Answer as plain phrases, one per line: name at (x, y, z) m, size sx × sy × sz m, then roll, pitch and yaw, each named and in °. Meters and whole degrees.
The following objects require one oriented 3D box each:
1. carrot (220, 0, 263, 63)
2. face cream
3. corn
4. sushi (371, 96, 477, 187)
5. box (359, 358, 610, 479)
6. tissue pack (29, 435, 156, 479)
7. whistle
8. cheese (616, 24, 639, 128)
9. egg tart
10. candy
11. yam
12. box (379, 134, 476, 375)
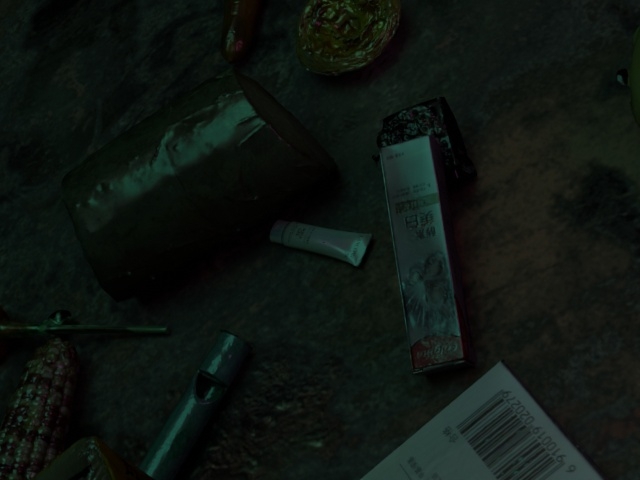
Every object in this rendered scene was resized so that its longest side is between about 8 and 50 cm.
carrot at (-0.086, -0.295, 1.594) m, size 0.061 × 0.061 × 0.210 m, roll -3°, pitch 63°, yaw 29°
face cream at (0.000, 0.000, 1.373) m, size 0.115 × 0.020 × 0.038 m, roll 13°, pitch 67°, yaw 33°
corn at (-0.297, 0.211, 1.376) m, size 0.079 × 0.079 × 0.237 m, roll -5°, pitch 56°, yaw 28°
sushi at (0.094, -0.087, 1.331) m, size 0.084 × 0.056 × 0.083 m, roll -19°, pitch 88°, yaw 26°
box at (0.155, 0.253, 1.057) m, size 0.194 × 0.111 × 0.260 m, roll -40°, pitch 51°, yaw 3°
tissue pack at (-0.187, 0.260, 1.216) m, size 0.120 × 0.169 × 0.082 m, roll -41°, pitch 46°, yaw 2°
whistle at (-0.129, 0.174, 1.323) m, size 0.039 × 0.039 × 0.186 m, roll 20°, pitch 72°, yaw 38°
cheese at (0.406, -0.148, 1.160) m, size 0.315 × 0.128 × 0.260 m, roll 12°, pitch 69°, yaw 38°
egg tart at (0.032, -0.226, 1.484) m, size 0.128 × 0.049 × 0.129 m, roll -13°, pitch 61°, yaw 24°
candy at (-0.292, 0.093, 1.458) m, size 0.287 × 0.084 × 0.078 m, roll -2°, pitch 55°, yaw 21°
yam at (-0.134, -0.063, 1.406) m, size 0.268 × 0.161 × 0.161 m, roll -32°, pitch 49°, yaw 11°
box at (0.097, 0.014, 1.254) m, size 0.055 × 0.039 × 0.218 m, roll -15°, pitch 71°, yaw 21°
